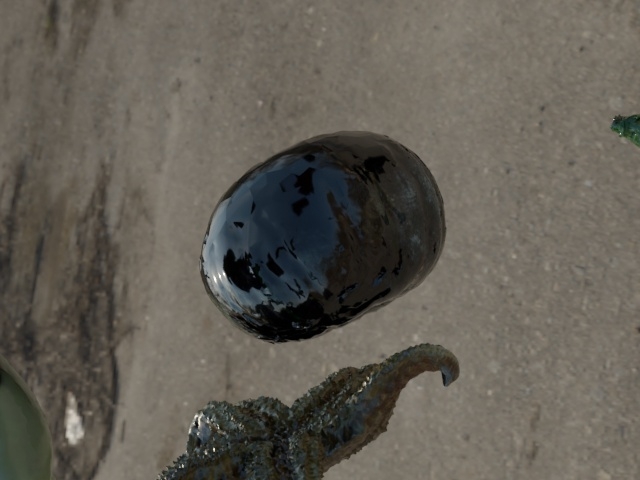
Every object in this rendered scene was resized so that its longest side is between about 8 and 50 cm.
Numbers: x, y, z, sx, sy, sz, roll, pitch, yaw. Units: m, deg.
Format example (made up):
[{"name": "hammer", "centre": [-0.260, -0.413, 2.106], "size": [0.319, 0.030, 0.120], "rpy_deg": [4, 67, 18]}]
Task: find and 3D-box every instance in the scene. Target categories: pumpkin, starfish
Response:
[{"name": "pumpkin", "centre": [0.000, 0.000, 0.888], "size": [0.233, 0.233, 0.163], "rpy_deg": [-34, 77, 47]}, {"name": "starfish", "centre": [-0.015, 0.185, 0.857], "size": [0.303, 0.312, 0.113], "rpy_deg": [-105, -10, -78]}]

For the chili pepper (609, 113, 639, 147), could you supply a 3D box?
[{"name": "chili pepper", "centre": [0.308, -0.068, 0.680], "size": [0.088, 0.227, 0.059], "rpy_deg": [174, 101, -77]}]

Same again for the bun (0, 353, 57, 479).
[{"name": "bun", "centre": [-0.349, 0.187, 0.701], "size": [0.187, 0.293, 0.293], "rpy_deg": [138, 133, -59]}]
